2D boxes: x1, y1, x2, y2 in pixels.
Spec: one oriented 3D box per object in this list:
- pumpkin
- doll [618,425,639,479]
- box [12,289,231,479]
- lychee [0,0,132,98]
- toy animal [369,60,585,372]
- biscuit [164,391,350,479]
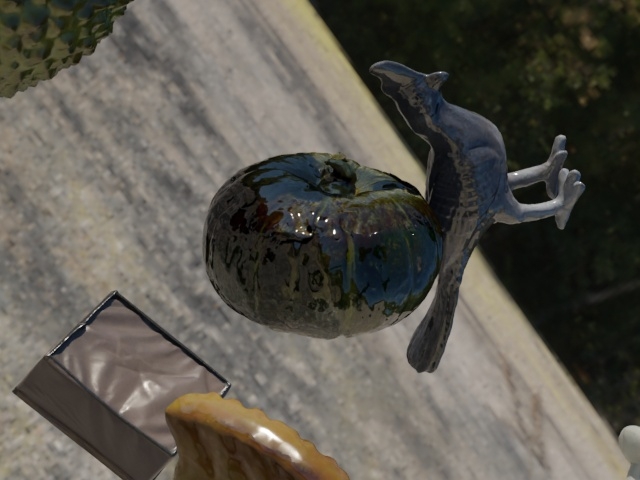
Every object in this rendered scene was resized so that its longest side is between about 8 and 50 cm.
[{"bbox_3d":[0.000,-0.003,1.203,0.238,0.238,0.159,-82,176,-75],"label":"pumpkin"},{"bbox_3d":[0.196,0.274,0.955,0.144,0.208,0.271,55,41,-74],"label":"doll"},{"bbox_3d":[-0.294,0.224,1.887,0.252,0.153,0.188,42,46,-1],"label":"box"},{"bbox_3d":[-0.304,-0.239,1.024,0.270,0.320,0.270,40,-30,29],"label":"lychee"},{"bbox_3d":[0.164,-0.042,1.267,0.081,0.206,0.367,-120,-163,-54],"label":"toy animal"},{"bbox_3d":[-0.013,0.188,0.609,0.176,0.228,0.031,21,33,27],"label":"biscuit"}]
